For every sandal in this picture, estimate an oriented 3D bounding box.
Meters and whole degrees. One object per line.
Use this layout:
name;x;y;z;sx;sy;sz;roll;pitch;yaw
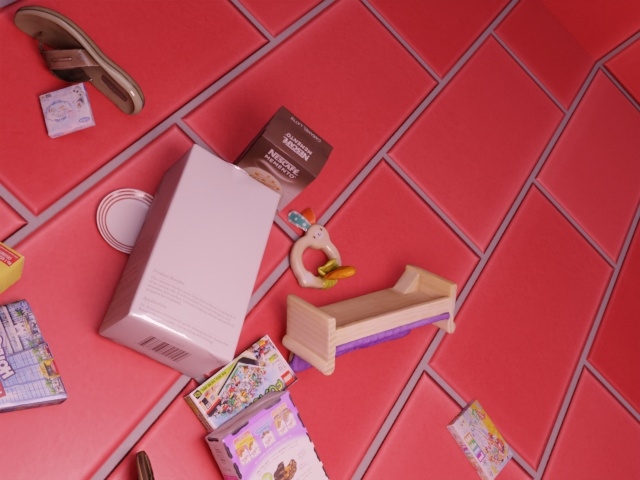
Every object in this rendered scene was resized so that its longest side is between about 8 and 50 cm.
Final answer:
sandal;-0.493;-0.356;1.349;0.303;0.120;0.086;40;64;-10
sandal;-0.303;0.462;1.102;0.060;0.090;0.219;-2;74;-9

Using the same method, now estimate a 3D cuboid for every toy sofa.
toy sofa;0.109;0.180;1.392;0.362;0.150;0.177;-11;112;-36

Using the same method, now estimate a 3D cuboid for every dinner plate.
dinner plate;-0.373;-0.036;1.327;0.141;0.017;0.141;14;60;-26

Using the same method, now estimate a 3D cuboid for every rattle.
rattle;0.000;0.000;1.472;0.130;0.143;0.200;1;72;-12

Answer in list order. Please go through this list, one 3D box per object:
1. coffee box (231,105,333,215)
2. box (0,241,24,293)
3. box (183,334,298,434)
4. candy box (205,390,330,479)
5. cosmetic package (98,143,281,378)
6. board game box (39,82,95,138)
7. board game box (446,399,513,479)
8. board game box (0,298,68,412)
coffee box;-0.102;-0.149;1.405;0.141;0.246;0.098;37;53;-11
box;-0.586;0.084;1.064;0.087;0.058;0.232;33;37;2
box;-0.150;0.286;1.297;0.207;0.036;0.114;-35;89;-38
candy box;-0.094;0.404;1.229;0.165;0.070;0.196;-28;97;-39
cosmetic package;-0.239;0.035;1.279;0.217;0.156;0.385;32;52;-24
board game box;-0.501;-0.257;1.324;0.090;0.020;0.090;-18;74;-3
board game box;0.370;0.463;1.544;0.103;0.026;0.154;-32;87;-38
board game box;-0.540;0.207;1.077;0.194;0.060;0.194;-19;78;-38
